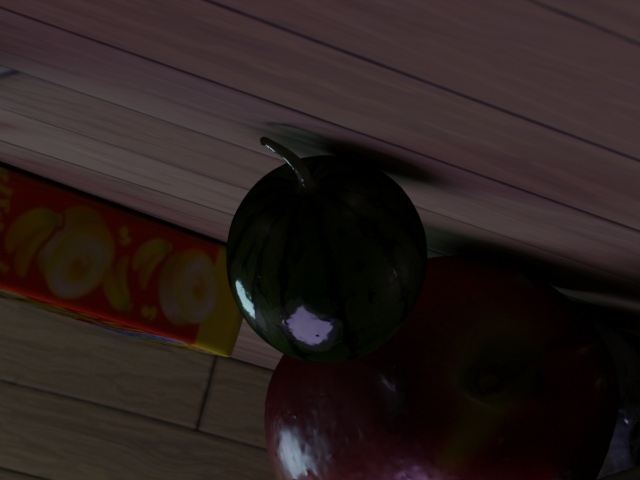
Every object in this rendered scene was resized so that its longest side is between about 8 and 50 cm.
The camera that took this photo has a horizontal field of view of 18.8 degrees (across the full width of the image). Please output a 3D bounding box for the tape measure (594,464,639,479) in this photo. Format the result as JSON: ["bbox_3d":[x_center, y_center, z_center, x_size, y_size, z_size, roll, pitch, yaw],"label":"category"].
[{"bbox_3d":[0.231,0.162,1.062,0.207,0.115,0.235,-18,164,17],"label":"tape measure"}]

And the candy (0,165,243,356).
[{"bbox_3d":[-0.198,0.010,1.446,0.276,0.088,0.146,20,171,-42],"label":"candy"}]

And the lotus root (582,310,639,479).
[{"bbox_3d":[0.119,0.110,1.334,0.158,0.140,0.322,19,175,-35],"label":"lotus root"}]

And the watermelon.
[{"bbox_3d":[0.003,0.006,0.906,0.109,0.109,0.109,15,174,2],"label":"watermelon"}]

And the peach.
[{"bbox_3d":[0.070,0.104,1.159,0.190,0.196,0.226,41,157,-2],"label":"peach"}]
